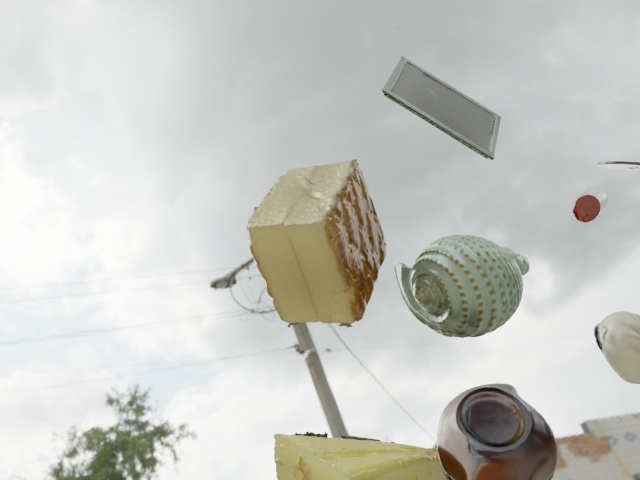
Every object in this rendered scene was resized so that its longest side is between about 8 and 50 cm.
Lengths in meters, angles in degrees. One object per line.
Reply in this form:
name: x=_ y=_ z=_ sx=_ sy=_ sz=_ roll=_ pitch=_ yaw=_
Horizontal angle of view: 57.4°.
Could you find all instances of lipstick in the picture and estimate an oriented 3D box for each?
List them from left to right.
lipstick: x=0.715 y=-0.098 z=1.546 sx=0.073 sy=0.073 sz=0.280 roll=-47 pitch=-15 yaw=27

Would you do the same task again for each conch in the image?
conch: x=0.328 y=0.118 z=1.321 sx=0.320 sy=0.214 sz=0.303 roll=11 pitch=-21 yaw=-24

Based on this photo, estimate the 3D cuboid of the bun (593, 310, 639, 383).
bun: x=0.730 y=0.239 z=1.346 sx=0.173 sy=0.172 sz=0.120 roll=16 pitch=-41 yaw=-37

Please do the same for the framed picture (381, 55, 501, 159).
framed picture: x=0.288 y=-0.313 z=1.365 sx=0.293 sy=0.231 sz=0.018 roll=32 pitch=-50 yaw=-3

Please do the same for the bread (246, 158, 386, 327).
bread: x=0.000 y=0.000 z=1.270 sx=0.207 sy=0.279 sz=0.278 roll=-6 pitch=-55 yaw=25

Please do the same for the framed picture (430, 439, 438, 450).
framed picture: x=0.350 y=0.728 z=1.750 sx=0.019 sy=0.232 sz=0.296 roll=19 pitch=-61 yaw=-13

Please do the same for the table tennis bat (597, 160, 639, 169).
table tennis bat: x=0.871 y=-0.198 z=1.585 sx=0.235 sy=0.131 sz=0.022 roll=5 pitch=-88 yaw=-7

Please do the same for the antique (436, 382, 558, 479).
antique: x=0.337 y=0.389 z=1.128 sx=0.224 sy=0.278 sz=0.128 roll=-1 pitch=-60 yaw=20

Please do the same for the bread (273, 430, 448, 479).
bread: x=0.117 y=0.563 z=1.262 sx=0.405 sy=0.242 sz=0.345 roll=-4 pitch=-76 yaw=-44
